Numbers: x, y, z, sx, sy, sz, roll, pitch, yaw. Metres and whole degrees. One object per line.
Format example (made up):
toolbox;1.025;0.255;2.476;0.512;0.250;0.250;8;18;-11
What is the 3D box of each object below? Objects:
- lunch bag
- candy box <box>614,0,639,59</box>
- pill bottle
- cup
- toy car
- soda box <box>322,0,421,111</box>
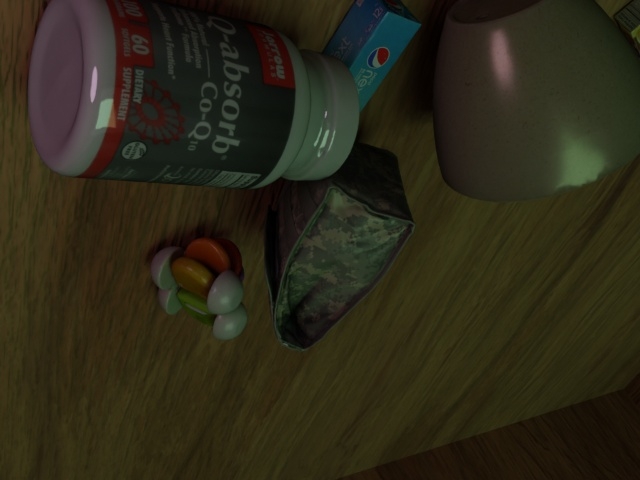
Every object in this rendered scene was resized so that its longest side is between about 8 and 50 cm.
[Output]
lunch bag;0.000;0.000;1.208;0.169;0.235;0.287;23;118;-15
candy box;0.608;-0.408;1.357;0.186;0.053;0.109;-39;146;16
pill bottle;-0.144;-0.170;0.955;0.363;0.210;0.210;1;136;-38
cup;0.297;-0.247;1.143;0.331;0.331;0.237;-29;120;-2
toy car;-0.185;0.067;1.317;0.136;0.159;0.182;-55;159;-32
soda box;0.047;-0.249;1.124;0.071;0.067;0.210;5;133;-42
